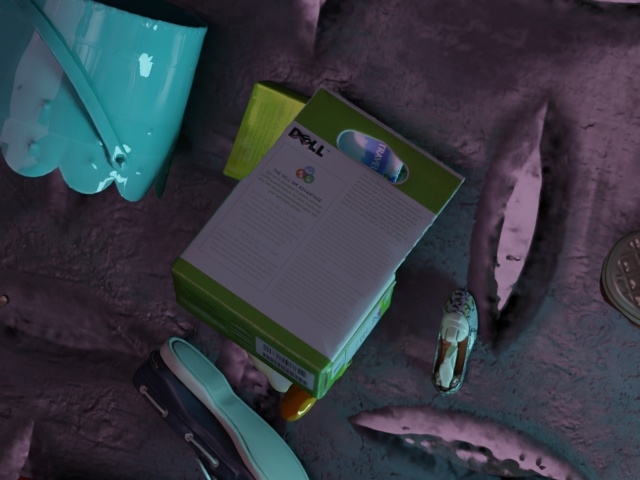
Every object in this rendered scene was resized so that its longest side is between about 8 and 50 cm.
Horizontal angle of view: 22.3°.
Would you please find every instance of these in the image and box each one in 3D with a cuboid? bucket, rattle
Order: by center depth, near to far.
[{"bbox_3d":[-0.257,-0.175,1.655,0.281,0.281,0.183,23,102,13],"label":"bucket"},{"bbox_3d":[-0.054,0.074,1.699,0.130,0.143,0.199,-9,103,37],"label":"rattle"}]

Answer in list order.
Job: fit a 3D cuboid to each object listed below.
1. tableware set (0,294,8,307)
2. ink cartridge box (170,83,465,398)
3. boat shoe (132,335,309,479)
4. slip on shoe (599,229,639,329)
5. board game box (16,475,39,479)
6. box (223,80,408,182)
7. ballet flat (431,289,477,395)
[{"bbox_3d":[-0.468,0.067,1.878,0.194,0.039,0.128,-32,89,20],"label":"tableware set"},{"bbox_3d":[0.000,0.000,1.645,0.189,0.097,0.255,34,71,11],"label":"ink cartridge box"},{"bbox_3d":[-0.107,0.221,1.761,0.079,0.095,0.254,-45,83,18],"label":"boat shoe"},{"bbox_3d":[0.416,0.094,1.575,0.331,0.101,0.123,29,82,-2],"label":"slip on shoe"},{"bbox_3d":[-0.198,0.405,1.807,0.317,0.064,0.242,8,119,17],"label":"board game box"},{"bbox_3d":[-0.002,-0.086,1.699,0.178,0.042,0.109,24,106,12],"label":"box"},{"bbox_3d":[0.139,0.109,1.691,0.041,0.041,0.114,12,103,16],"label":"ballet flat"}]
